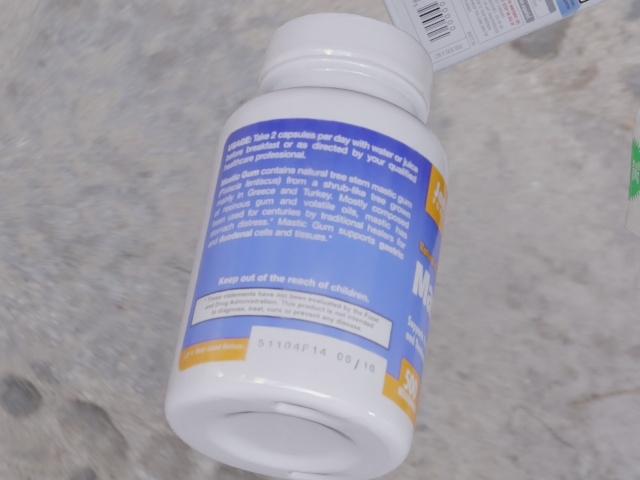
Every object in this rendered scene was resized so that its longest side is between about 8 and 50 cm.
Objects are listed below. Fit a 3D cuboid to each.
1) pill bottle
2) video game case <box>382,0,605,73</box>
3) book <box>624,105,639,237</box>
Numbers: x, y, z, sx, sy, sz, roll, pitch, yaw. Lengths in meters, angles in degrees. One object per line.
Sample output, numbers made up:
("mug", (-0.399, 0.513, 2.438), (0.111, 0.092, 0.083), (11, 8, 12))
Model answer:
("pill bottle", (0.000, 0.000, 1.135), (0.152, 0.152, 0.272), (17, 63, -13))
("video game case", (0.152, -0.338, 1.484), (0.300, 0.036, 0.329), (-23, 102, 7))
("book", (0.265, -0.035, 1.303), (0.035, 0.144, 0.096), (-4, 107, -17))
